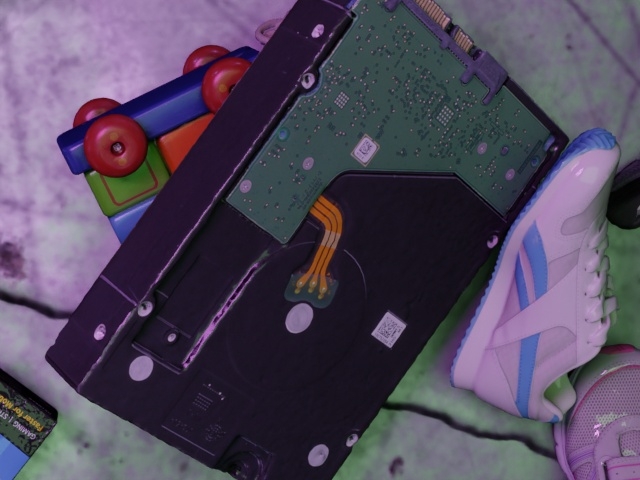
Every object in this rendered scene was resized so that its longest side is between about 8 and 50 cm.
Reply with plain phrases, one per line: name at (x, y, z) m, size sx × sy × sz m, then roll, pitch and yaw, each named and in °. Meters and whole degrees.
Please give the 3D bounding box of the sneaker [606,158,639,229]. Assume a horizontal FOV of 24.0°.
sneaker at (0.332, -0.032, 1.118) m, size 0.228 × 0.086 × 0.132 m, roll -28°, pitch 108°, yaw 0°

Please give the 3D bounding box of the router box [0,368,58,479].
router box at (-0.293, 0.122, 1.048) m, size 0.179 × 0.046 × 0.133 m, roll 38°, pitch 88°, yaw -9°

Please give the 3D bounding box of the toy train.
toy train at (-0.045, -0.068, 1.053) m, size 0.248 × 0.105 × 0.143 m, roll -27°, pitch 108°, yaw -7°

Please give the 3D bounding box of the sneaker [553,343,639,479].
sneaker at (0.241, 0.202, 1.102) m, size 0.103 × 0.111 × 0.252 m, roll -10°, pitch 95°, yaw -8°

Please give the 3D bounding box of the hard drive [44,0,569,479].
hard drive at (0.000, 0.000, 1.025) m, size 0.237 × 0.064 × 0.339 m, roll 36°, pitch 89°, yaw -41°

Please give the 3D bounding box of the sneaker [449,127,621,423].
sneaker at (0.170, 0.026, 1.052) m, size 0.092 × 0.087 × 0.229 m, roll 26°, pitch 124°, yaw 13°
